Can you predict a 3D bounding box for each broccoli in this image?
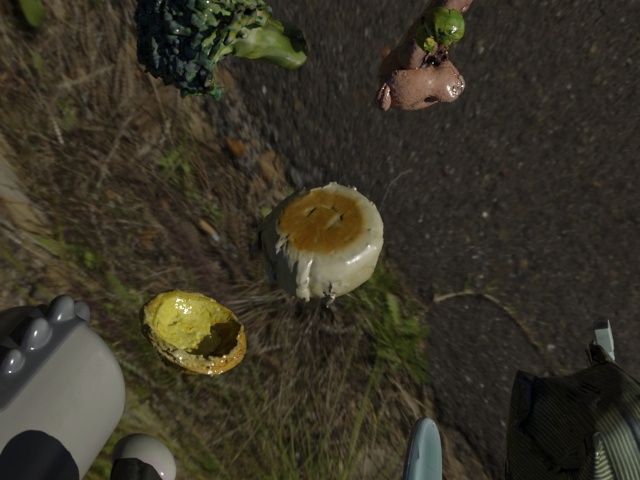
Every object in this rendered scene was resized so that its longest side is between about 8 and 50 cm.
[{"bbox_3d":[-0.103,-0.292,1.158,0.177,0.275,0.198,41,130,27],"label":"broccoli"}]

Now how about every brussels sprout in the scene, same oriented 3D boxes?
[{"bbox_3d":[0.141,-0.259,1.146,0.046,0.083,0.051,-31,99,-25],"label":"brussels sprout"}]

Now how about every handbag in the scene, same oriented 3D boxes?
[{"bbox_3d":[0.444,0.333,1.486,0.247,0.340,0.240,-18,116,-13],"label":"handbag"}]

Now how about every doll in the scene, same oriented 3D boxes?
[{"bbox_3d":[0.223,-0.350,1.705,0.156,0.303,0.201,42,48,5],"label":"doll"}]

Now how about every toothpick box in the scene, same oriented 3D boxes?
[{"bbox_3d":[-0.343,0.195,1.026,0.229,0.316,0.229,9,124,14],"label":"toothpick box"}]

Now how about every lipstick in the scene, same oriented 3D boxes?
[{"bbox_3d":[0.566,0.216,1.846,0.030,0.030,0.129,-9,122,21],"label":"lipstick"}]

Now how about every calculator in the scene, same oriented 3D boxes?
[{"bbox_3d":[0.202,0.502,1.855,0.041,0.185,0.298,-3,66,23],"label":"calculator"}]

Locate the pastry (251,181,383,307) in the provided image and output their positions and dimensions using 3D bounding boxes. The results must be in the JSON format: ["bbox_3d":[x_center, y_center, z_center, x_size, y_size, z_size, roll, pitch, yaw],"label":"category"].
[{"bbox_3d":[0.000,0.000,1.141,0.166,0.088,0.165,1,49,-2],"label":"pastry"}]

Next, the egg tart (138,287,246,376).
[{"bbox_3d":[-0.239,0.180,1.734,0.213,0.212,0.090,26,119,1],"label":"egg tart"}]

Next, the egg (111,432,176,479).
[{"bbox_3d":[-0.334,0.423,1.765,0.135,0.103,0.103,32,88,16],"label":"egg"}]

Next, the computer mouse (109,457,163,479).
[{"bbox_3d":[-0.170,0.320,0.891,0.086,0.269,0.137,6,45,-8],"label":"computer mouse"}]
